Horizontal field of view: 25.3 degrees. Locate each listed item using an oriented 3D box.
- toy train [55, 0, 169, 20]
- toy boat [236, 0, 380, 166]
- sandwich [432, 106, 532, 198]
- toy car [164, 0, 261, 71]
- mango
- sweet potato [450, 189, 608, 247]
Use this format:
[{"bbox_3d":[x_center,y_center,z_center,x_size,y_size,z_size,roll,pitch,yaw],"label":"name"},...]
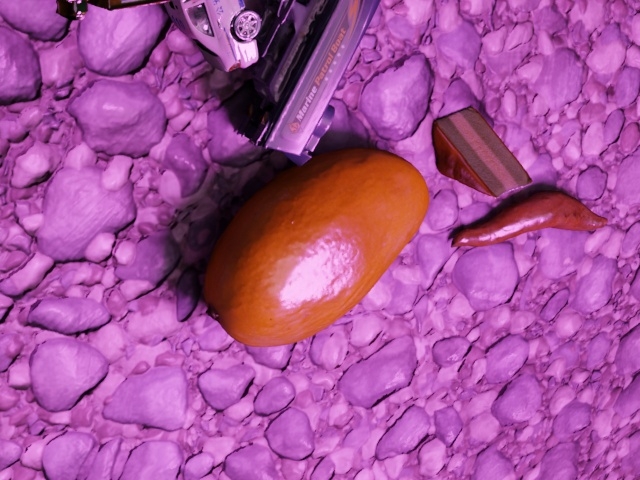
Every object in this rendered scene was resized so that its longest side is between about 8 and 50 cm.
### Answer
[{"bbox_3d":[-0.226,-0.339,1.440,0.137,0.090,0.225,-17,118,-37],"label":"toy train"},{"bbox_3d":[-0.010,-0.238,1.618,0.122,0.114,0.296,22,95,-20],"label":"toy boat"},{"bbox_3d":[0.207,-0.113,1.823,0.074,0.116,0.074,-23,122,-27],"label":"sandwich"},{"bbox_3d":[-0.134,-0.284,1.525,0.076,0.090,0.224,-31,125,-16],"label":"toy car"},{"bbox_3d":[-0.004,-0.004,1.713,0.331,0.142,0.195,-44,133,-22],"label":"mango"},{"bbox_3d":[0.287,-0.033,1.956,0.249,0.059,0.069,-10,127,-27],"label":"sweet potato"}]
